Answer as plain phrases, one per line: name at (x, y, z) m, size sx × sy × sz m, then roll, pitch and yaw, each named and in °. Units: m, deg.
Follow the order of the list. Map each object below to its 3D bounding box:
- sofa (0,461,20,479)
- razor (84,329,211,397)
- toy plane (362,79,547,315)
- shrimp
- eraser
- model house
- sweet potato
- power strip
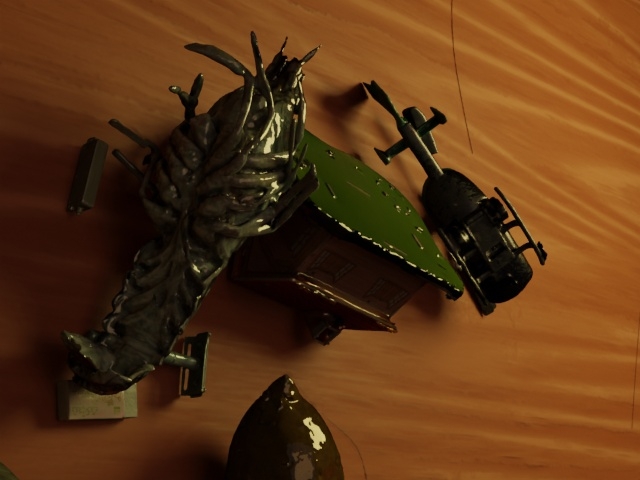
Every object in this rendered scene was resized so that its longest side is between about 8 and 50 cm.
sofa at (-0.343, 0.265, 0.908) m, size 0.210 × 0.176 × 0.225 m, roll 22°, pitch 92°, yaw -43°
razor at (-0.170, 0.109, 1.185) m, size 0.135 × 0.040 × 0.068 m, roll 20°, pitch 64°, yaw -39°
toy plane at (0.169, -0.047, 1.543) m, size 0.106 × 0.155 × 0.381 m, roll -37°, pitch 110°, yaw -2°
shrimp at (-0.117, -0.040, 1.155) m, size 0.410 × 0.221 × 0.166 m, roll -67°, pitch 159°, yaw -9°
eraser at (-0.209, 0.151, 1.137) m, size 0.083 × 0.019 × 0.038 m, roll 7°, pitch 73°, yaw -48°
model house at (0.001, 0.001, 1.360) m, size 0.294 × 0.154 × 0.207 m, roll 28°, pitch 23°, yaw -44°
sweet potato at (-0.036, 0.346, 1.205) m, size 0.130 × 0.131 × 0.422 m, roll 8°, pitch 79°, yaw -47°
power strip at (-0.227, -0.061, 1.173) m, size 0.017 × 0.027 × 0.083 m, roll 27°, pitch 61°, yaw -38°
